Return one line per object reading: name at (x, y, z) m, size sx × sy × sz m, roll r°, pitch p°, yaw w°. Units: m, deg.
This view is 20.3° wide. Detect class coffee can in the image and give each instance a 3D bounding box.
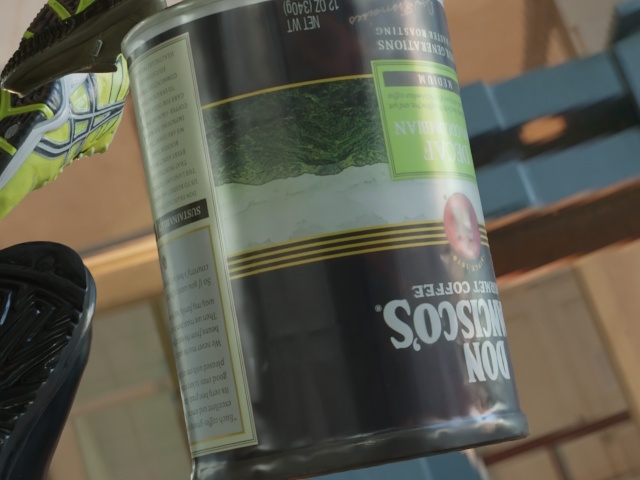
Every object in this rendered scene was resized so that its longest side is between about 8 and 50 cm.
coffee can at (0.000, 0.000, 1.066) m, size 0.201 × 0.275 × 0.201 m, roll -10°, pitch -7°, yaw -1°

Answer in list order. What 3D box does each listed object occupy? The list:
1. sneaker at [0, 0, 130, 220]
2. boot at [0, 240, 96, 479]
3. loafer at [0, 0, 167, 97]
sneaker at (-0.305, -0.133, 2.056) m, size 0.145 × 0.385 × 0.147 m, roll 0°, pitch -44°, yaw 38°
boot at (-0.259, 0.199, 1.478) m, size 0.131 × 0.348 × 0.260 m, roll 13°, pitch -26°, yaw 20°
loafer at (-0.176, -0.145, 1.350) m, size 0.148 × 0.056 × 0.050 m, roll -28°, pitch -64°, yaw 13°
